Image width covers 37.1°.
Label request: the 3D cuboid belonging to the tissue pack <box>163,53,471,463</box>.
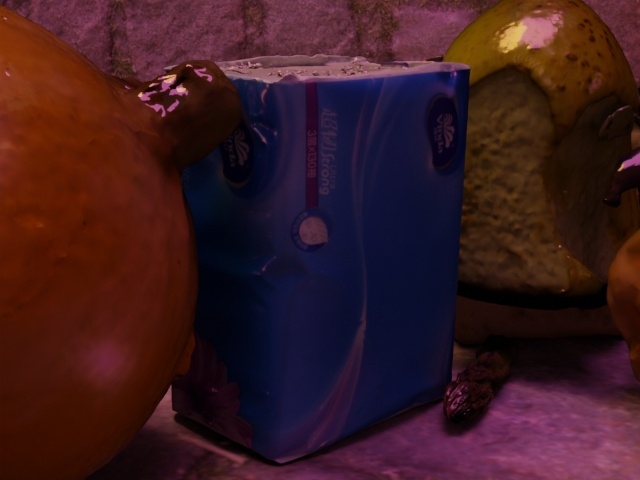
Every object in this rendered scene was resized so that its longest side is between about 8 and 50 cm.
[{"bbox_3d":[0.000,0.000,0.703,0.198,0.263,0.146,-13,20,-42],"label":"tissue pack"}]

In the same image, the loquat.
[{"bbox_3d":[-0.207,-0.002,0.572,0.360,0.328,0.328,-29,20,-5],"label":"loquat"}]

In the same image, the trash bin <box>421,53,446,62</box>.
[{"bbox_3d":[0.200,-0.127,1.249,0.185,0.238,0.161,9,20,20],"label":"trash bin"}]

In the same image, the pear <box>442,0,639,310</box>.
[{"bbox_3d":[0.205,-0.085,0.841,0.164,0.255,0.238,9,12,32],"label":"pear"}]

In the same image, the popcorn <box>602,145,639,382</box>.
[{"bbox_3d":[0.355,0.040,0.670,0.297,0.281,0.315,-32,27,35],"label":"popcorn"}]

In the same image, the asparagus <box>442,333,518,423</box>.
[{"bbox_3d":[0.126,0.109,0.756,0.036,0.030,0.165,32,23,16],"label":"asparagus"}]

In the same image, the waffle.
[{"bbox_3d":[0.231,0.046,0.944,0.274,0.057,0.168,-2,15,-10],"label":"waffle"}]

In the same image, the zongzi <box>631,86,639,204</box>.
[{"bbox_3d":[0.469,-0.051,1.023,0.384,0.362,0.319,-30,37,-7],"label":"zongzi"}]
